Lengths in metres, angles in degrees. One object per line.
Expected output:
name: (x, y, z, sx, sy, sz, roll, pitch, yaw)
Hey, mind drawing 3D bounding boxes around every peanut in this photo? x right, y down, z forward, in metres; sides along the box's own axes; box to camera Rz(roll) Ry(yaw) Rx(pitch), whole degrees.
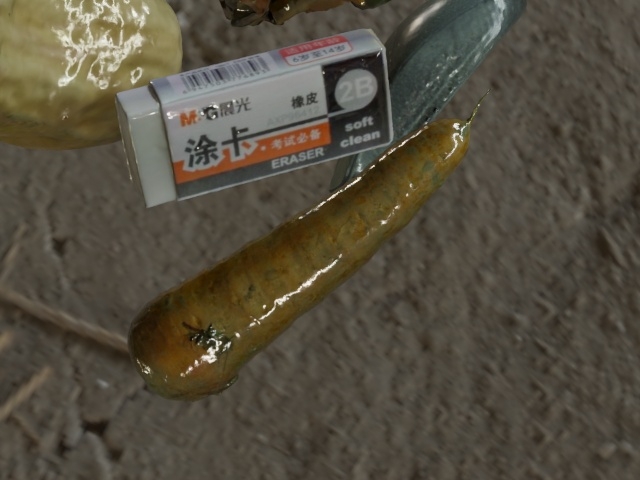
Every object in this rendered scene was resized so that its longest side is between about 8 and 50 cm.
peanut: (-0.233, -0.138, 1.154, 0.159, 0.291, 0.143, -16, 77, 38)

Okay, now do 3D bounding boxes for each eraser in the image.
eraser: (-0.028, -0.056, 0.756, 0.122, 0.052, 0.029, -16, 34, -12)

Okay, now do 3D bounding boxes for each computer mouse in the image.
computer mouse: (0.067, -0.121, 1.298, 0.068, 0.113, 0.229, 40, 97, 2)

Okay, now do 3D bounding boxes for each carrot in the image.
carrot: (0.000, 0.000, 1.101, 0.298, 0.078, 0.078, -38, 56, 7)

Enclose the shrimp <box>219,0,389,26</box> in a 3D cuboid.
shrimp: (-0.003, -0.112, 0.464, 0.154, 0.294, 0.062, -12, 77, -12)
